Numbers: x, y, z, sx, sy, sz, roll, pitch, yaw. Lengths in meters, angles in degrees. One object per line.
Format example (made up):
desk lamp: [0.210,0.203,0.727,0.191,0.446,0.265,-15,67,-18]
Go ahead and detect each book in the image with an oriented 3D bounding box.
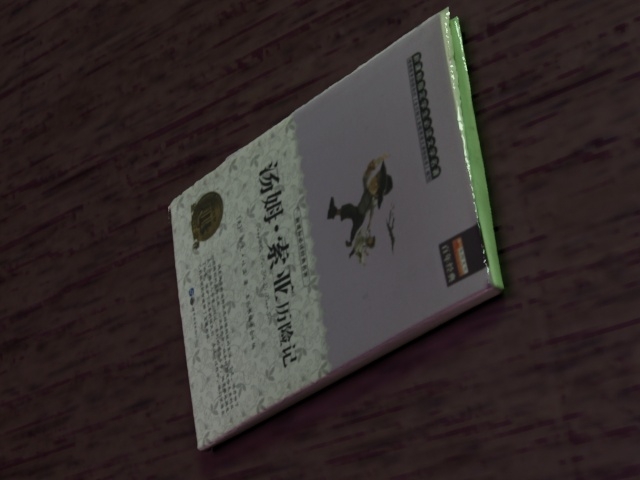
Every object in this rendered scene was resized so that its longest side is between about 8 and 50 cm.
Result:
book: [0.000,0.000,0.753,0.182,0.014,0.127,-32,54,39]
